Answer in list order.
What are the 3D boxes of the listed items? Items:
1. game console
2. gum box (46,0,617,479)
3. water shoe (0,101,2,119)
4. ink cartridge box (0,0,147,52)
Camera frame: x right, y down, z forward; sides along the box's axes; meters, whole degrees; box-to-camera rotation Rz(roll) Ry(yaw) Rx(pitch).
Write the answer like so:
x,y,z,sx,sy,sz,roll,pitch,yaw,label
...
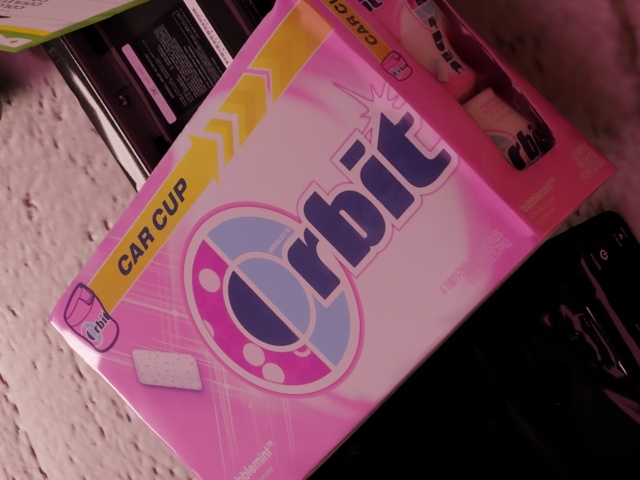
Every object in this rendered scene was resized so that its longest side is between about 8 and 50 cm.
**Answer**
x,y,z,sx,sy,sz,roll,pitch,yaw,label
-0.001,-0.005,0.613,0.213,0.044,0.361,-30,95,39,game console
0.000,0.000,0.546,0.107,0.062,0.188,46,129,6,gum box
-0.228,-0.078,0.711,0.203,0.073,0.080,7,114,31,water shoe
-0.153,-0.157,0.567,0.255,0.097,0.188,-14,83,38,ink cartridge box
